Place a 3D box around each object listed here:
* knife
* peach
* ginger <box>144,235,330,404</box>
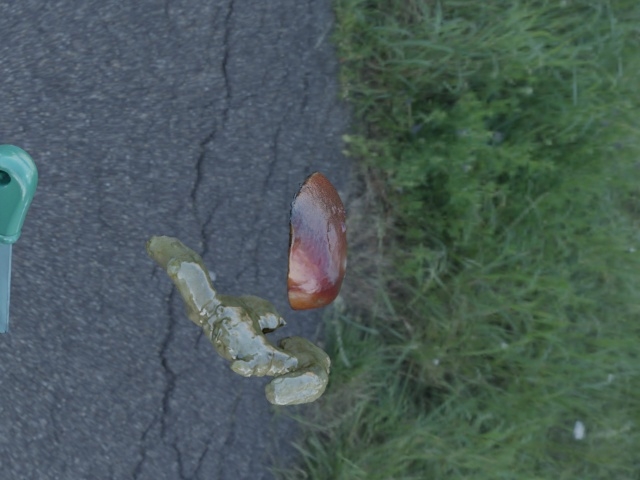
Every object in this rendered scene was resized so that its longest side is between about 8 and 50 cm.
[{"bbox_3d":[-0.340,0.006,0.851,0.063,0.260,0.034,24,38,-4],"label":"knife"},{"bbox_3d":[0.004,0.001,1.110,0.068,0.279,0.188,7,78,7],"label":"peach"},{"bbox_3d":[-0.088,0.085,0.892,0.065,0.259,0.149,-53,158,8],"label":"ginger"}]
